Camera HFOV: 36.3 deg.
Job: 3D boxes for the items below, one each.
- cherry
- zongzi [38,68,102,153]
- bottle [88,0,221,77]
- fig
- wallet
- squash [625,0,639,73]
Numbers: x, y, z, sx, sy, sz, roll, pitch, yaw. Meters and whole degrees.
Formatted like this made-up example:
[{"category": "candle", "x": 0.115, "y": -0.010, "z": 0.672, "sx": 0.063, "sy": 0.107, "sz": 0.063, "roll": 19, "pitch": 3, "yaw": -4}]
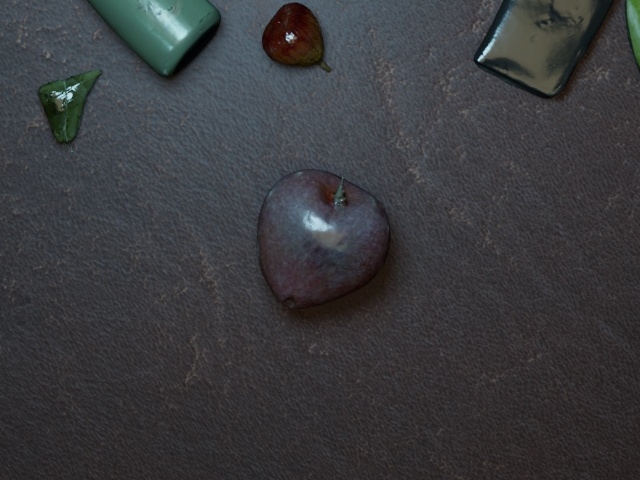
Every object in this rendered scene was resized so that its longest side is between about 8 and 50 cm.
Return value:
[{"category": "cherry", "x": 0.000, "y": 0.000, "z": 1.893, "sx": 0.261, "sy": 0.221, "sz": 0.307, "roll": 25, "pitch": 113, "yaw": 2}, {"category": "zongzi", "x": -0.469, "y": -0.247, "z": 1.914, "sx": 0.130, "sy": 0.062, "sz": 0.154, "roll": -19, "pitch": 108, "yaw": -9}, {"category": "bottle", "x": -0.356, "y": -0.475, "z": 1.814, "sx": 0.347, "sy": 0.168, "sz": 0.168, "roll": 44, "pitch": 97, "yaw": -4}, {"category": "fig", "x": -0.038, "y": -0.373, "z": 1.863, "sx": 0.119, "sy": 0.119, "sz": 0.153, "roll": -44, "pitch": 98, "yaw": 7}, {"category": "wallet", "x": 0.463, "y": -0.472, "z": 1.887, "sx": 0.197, "sy": 0.051, "sz": 0.377, "roll": 25, "pitch": 99, "yaw": -3}, {"category": "squash", "x": 0.716, "y": -0.421, "z": 1.899, "sx": 0.234, "sy": 0.210, "sz": 0.309, "roll": -26, "pitch": 73, "yaw": 6}]
